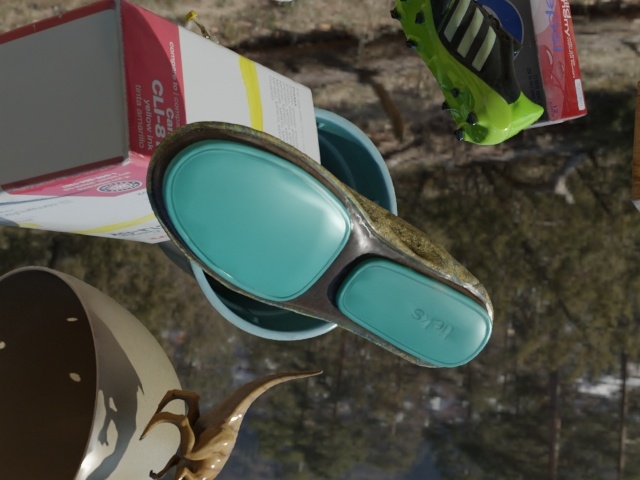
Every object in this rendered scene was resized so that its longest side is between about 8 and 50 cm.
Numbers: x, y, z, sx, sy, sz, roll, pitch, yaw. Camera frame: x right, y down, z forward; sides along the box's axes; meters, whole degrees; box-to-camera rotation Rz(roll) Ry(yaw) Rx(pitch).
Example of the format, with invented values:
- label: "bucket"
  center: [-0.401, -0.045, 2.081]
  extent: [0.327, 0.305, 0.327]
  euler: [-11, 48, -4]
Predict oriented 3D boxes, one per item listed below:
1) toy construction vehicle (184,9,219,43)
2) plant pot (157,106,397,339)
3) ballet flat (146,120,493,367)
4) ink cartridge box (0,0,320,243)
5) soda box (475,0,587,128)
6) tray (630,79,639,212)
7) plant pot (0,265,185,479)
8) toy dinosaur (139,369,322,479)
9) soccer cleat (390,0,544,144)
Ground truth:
- label: "toy construction vehicle"
  center: [-0.173, -0.248, 1.249]
  extent: [0.086, 0.098, 0.035]
  euler: [-35, 177, 29]
- label: "plant pot"
  center: [-0.107, -0.042, 1.477]
  extent: [0.341, 0.341, 0.334]
  euler: [15, 179, -28]
- label: "ballet flat"
  center: [0.000, 0.000, 0.740]
  extent: [0.348, 0.123, 0.123]
  euler: [30, 156, -33]
- label: "ink cartridge box"
  center: [-0.202, -0.105, 1.017]
  extent: [0.279, 0.161, 0.384]
  euler: [-11, 171, 26]
- label: "soda box"
  center: [0.161, -0.230, 0.824]
  extent: [0.092, 0.264, 0.083]
  euler: [-6, -173, 40]
- label: "tray"
  center: [0.390, -0.032, 0.481]
  extent: [0.410, 0.076, 0.202]
  euler: [3, 173, 26]
- label: "plant pot"
  center: [-0.259, 0.185, 0.996]
  extent: [0.284, 0.284, 0.191]
  euler: [-3, 165, 38]
- label: "toy dinosaur"
  center: [-0.102, 0.180, 0.871]
  extent: [0.112, 0.212, 0.064]
  euler: [32, 179, -4]
- label: "soccer cleat"
  center: [0.107, -0.157, 0.705]
  extent: [0.072, 0.179, 0.060]
  euler: [-21, 172, -21]
